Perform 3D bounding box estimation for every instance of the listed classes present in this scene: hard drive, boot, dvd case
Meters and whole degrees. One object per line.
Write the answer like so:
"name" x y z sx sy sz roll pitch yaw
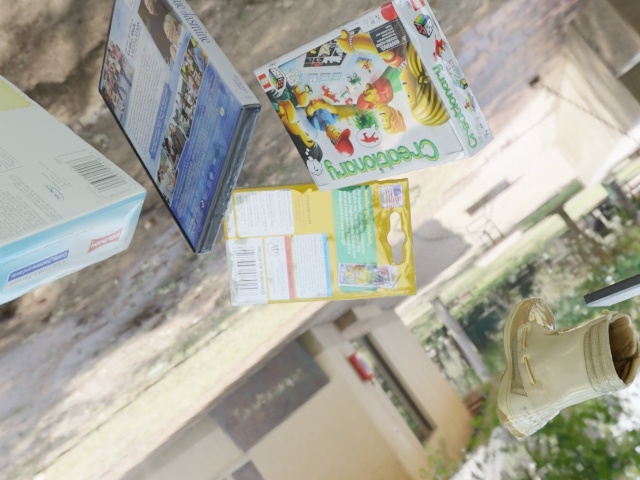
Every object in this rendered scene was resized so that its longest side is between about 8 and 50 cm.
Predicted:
"hard drive" 0.524 0.078 1.453 0.135 0.022 0.094 -30 159 37
"boot" 0.362 0.148 1.254 0.203 0.095 0.262 -37 -164 37
"dvd case" -0.143 -0.135 0.815 0.022 0.253 0.180 -12 143 -34

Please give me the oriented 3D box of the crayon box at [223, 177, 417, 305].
"crayon box" 0.000 0.000 1.490 0.322 0.203 0.083 -3 -173 9

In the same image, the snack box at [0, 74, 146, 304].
"snack box" -0.297 -0.079 0.571 0.187 0.322 0.060 -30 153 -55

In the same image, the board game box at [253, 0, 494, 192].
"board game box" 0.054 -0.172 1.066 0.053 0.193 0.305 -38 -165 -30
